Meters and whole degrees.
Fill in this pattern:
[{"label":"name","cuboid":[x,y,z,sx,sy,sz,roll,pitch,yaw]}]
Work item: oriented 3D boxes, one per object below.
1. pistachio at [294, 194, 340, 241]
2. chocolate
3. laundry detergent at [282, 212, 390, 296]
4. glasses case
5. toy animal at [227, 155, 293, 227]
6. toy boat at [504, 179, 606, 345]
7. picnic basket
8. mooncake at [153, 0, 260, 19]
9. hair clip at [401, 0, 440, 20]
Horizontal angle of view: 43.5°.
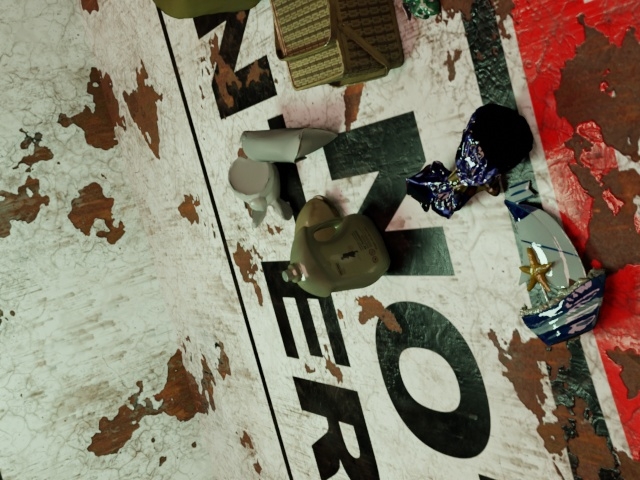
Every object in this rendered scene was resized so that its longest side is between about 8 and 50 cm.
[{"label":"pistachio","cuboid":[0.000,0.000,2.004,0.136,0.136,0.226,5,103,59]},{"label":"chocolate","cuboid":[0.261,-0.115,1.491,0.148,0.126,0.343,28,152,-7]},{"label":"laundry detergent","cuboid":[0.025,0.040,1.835,0.091,0.253,0.181,-38,73,60]},{"label":"glasses case","cuboid":[-0.080,-0.236,1.985,0.308,0.128,0.083,11,107,58]},{"label":"toy animal","cuboid":[-0.165,-0.137,2.154,0.193,0.127,0.178,64,-174,-65]},{"label":"toy boat","cuboid":[0.399,0.030,1.413,0.220,0.067,0.291,-44,56,58]},{"label":"picnic basket","cuboid":[0.017,-0.468,1.639,0.228,0.175,0.313,3,109,59]},{"label":"mooncake","cuboid":[-0.293,-0.775,1.920,0.467,0.262,0.467,41,140,45]},{"label":"hair clip","cuboid":[0.167,-0.503,1.505,0.124,0.052,0.195,-30,87,55]}]
